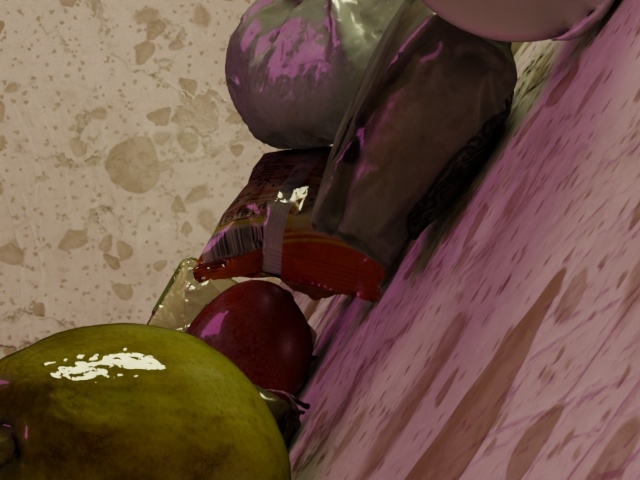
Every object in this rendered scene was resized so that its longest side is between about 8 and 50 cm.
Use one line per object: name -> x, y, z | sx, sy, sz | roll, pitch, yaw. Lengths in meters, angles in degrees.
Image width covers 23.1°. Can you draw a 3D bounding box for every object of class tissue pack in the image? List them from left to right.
tissue pack -> -0.156, 0.181, 2.058 | 0.167, 0.200, 0.275 | -62, 4, -36

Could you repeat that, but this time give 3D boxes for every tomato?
tomato -> -0.087, 0.128, 1.842 | 0.167, 0.167, 0.167 | -58, 3, 5

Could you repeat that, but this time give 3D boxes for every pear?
pear -> -0.190, 0.204, 1.331 | 0.287, 0.287, 0.375 | -59, -31, 0

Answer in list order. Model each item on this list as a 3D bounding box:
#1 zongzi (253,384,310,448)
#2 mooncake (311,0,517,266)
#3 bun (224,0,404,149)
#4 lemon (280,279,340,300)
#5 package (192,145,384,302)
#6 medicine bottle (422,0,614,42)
zongzi -> -0.120, 0.222, 1.562 | 0.205, 0.094, 0.204 | -56, -26, 6
mooncake -> 0.101, -0.122, 1.503 | 0.250, 0.136, 0.254 | -59, 7, 26
bun -> 0.053, -0.235, 1.800 | 0.354, 0.194, 0.354 | -19, 16, 6
lemon -> 0.000, 0.000, 1.917 | 0.142, 0.142, 0.187 | -60, -11, -27
package -> 0.002, -0.036, 1.729 | 0.288, 0.223, 0.108 | -66, -26, -52
medicine bottle -> 0.203, -0.349, 1.367 | 0.213, 0.213, 0.379 | -56, 4, 43
